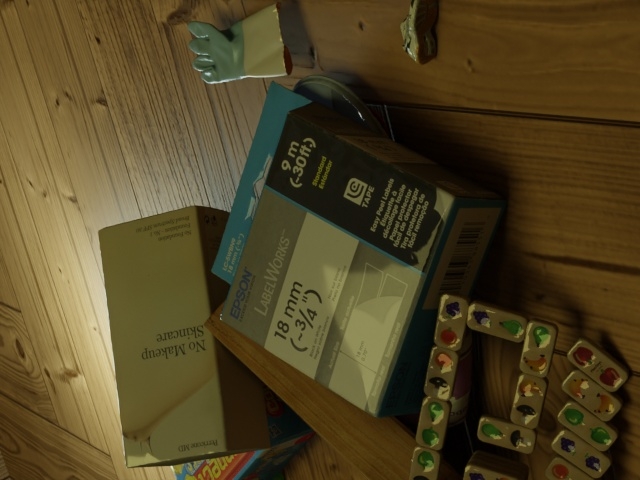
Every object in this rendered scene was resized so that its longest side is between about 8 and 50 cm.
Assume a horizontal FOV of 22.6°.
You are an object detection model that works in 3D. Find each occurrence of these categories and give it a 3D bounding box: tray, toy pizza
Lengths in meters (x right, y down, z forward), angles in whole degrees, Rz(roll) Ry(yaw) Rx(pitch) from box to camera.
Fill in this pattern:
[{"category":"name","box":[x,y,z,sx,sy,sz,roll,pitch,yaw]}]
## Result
[{"category":"tray","box":[0.044,0.219,1.852,0.411,0.076,0.203,39,174,44]},{"category":"toy pizza","box":[0.032,-0.091,1.762,0.201,0.032,0.201,40,145,36]}]

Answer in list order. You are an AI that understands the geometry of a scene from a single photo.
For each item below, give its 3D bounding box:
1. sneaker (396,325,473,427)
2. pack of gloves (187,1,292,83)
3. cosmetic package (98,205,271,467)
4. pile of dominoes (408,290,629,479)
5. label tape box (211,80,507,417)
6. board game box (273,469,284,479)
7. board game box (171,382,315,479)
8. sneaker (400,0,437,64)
[{"category":"sneaker","box":[0.062,0.117,1.806,0.282,0.102,0.161,37,144,44]},{"category":"pack of gloves","box":[-0.095,-0.284,1.852,0.232,0.046,0.195,3,103,57]},{"category":"cosmetic package","box":[-0.173,0.125,2.031,0.160,0.113,0.310,-14,77,26]},{"category":"pile of dominoes","box":[0.186,0.190,1.551,0.196,0.040,0.251,15,117,16]},{"category":"label tape box","box":[0.000,0.000,1.653,0.333,0.106,0.241,29,109,34]},{"category":"board game box","box":[-0.087,0.379,2.348,0.092,0.043,0.181,31,137,49]},{"category":"board game box","box":[-0.152,0.197,2.215,0.302,0.086,0.308,63,148,19]},{"category":"sneaker","box":[0.091,-0.212,1.558,0.037,0.032,0.083,42,144,39]}]
